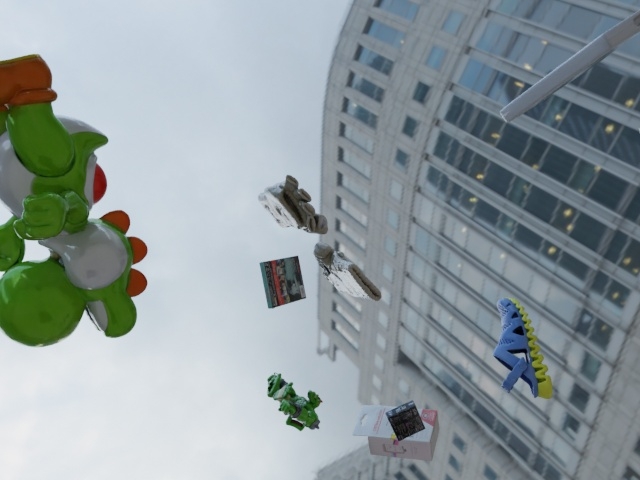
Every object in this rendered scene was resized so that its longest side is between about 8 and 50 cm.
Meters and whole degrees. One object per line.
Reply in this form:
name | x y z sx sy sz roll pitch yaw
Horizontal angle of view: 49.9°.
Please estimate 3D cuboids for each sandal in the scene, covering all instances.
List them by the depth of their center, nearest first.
sandal | 0.566 0.316 2.009 0.138 0.317 0.126 -15 -28 6

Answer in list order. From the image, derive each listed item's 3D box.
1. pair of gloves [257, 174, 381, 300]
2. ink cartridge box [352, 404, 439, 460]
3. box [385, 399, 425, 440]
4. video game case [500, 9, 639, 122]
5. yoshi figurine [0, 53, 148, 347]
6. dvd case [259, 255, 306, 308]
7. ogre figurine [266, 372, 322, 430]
pair of gloves | 0.000 0.000 1.096 0.042 0.204 0.240 -42 -84 -11
ink cartridge box | 0.191 0.482 1.733 0.115 0.198 0.067 -57 -38 -54
box | 0.184 0.390 1.488 0.067 0.018 0.083 -26 -57 -1
video game case | 0.551 -0.374 1.371 0.300 0.036 0.329 -34 -1 -23
yoshi figurine | -0.351 -0.019 0.825 0.203 0.203 0.362 -18 -71 7
dvd case | -0.069 0.076 1.293 0.119 0.013 0.087 -11 -91 -58
ogre figurine | -0.063 0.380 1.608 0.118 0.197 0.097 42 -113 -17
